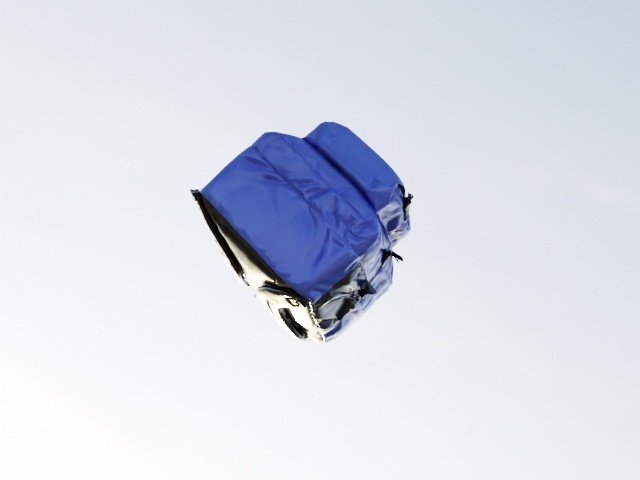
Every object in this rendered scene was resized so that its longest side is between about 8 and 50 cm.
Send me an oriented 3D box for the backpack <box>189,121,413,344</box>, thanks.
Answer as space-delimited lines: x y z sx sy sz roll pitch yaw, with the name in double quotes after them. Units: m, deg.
0.000 0.000 0.949 0.098 0.101 0.120 51 -10 21 "backpack"
